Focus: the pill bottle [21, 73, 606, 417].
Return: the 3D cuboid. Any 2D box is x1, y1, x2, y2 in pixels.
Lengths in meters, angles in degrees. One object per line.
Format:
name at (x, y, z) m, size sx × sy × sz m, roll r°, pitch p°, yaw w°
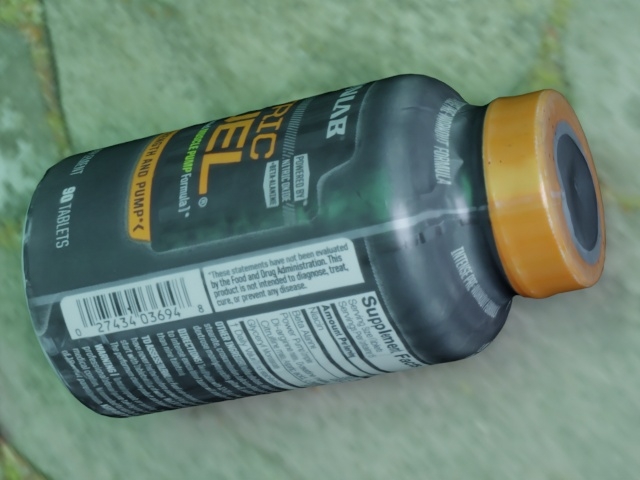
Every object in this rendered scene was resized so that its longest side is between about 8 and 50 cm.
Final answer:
pill bottle at (0.000, 0.000, 0.745) m, size 0.246 × 0.130 × 0.130 m, roll -12°, pitch 67°, yaw 23°
